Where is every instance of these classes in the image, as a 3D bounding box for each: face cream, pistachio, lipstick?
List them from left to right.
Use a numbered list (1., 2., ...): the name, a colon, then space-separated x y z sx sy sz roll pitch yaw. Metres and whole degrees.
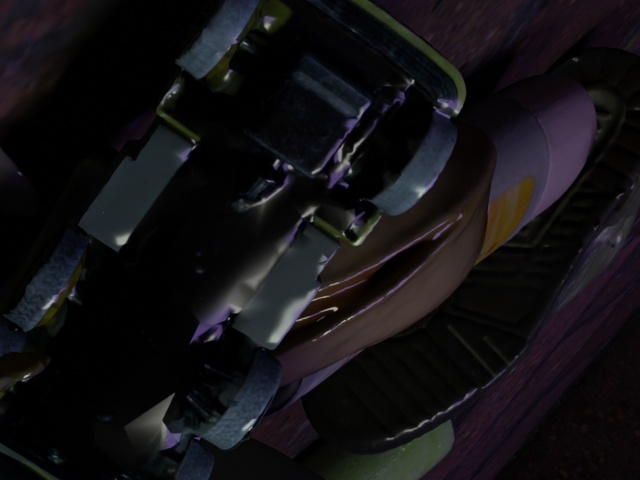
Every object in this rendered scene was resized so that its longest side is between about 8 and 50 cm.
1. lipstick: -0.011 0.211 1.313 0.304 0.076 0.076 -36 163 -36
2. pistachio: 0.000 0.000 0.676 0.149 0.113 0.113 -43 166 -19
3. face cream: 0.040 -0.006 0.859 0.269 0.073 0.107 -33 169 -48

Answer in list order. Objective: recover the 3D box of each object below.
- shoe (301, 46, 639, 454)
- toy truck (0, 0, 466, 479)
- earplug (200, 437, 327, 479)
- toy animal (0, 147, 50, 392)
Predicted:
1. shoe: 0.108 0.024 1.053 0.293 0.109 0.149 -49 161 -9
2. toy truck: -0.041 -0.005 0.552 0.191 0.085 0.116 -55 -165 13
3. earplug: -0.062 0.170 0.688 0.175 0.214 0.325 -46 178 -11
4. toy animal: -0.105 0.009 0.410 0.155 0.095 0.219 -46 170 35
